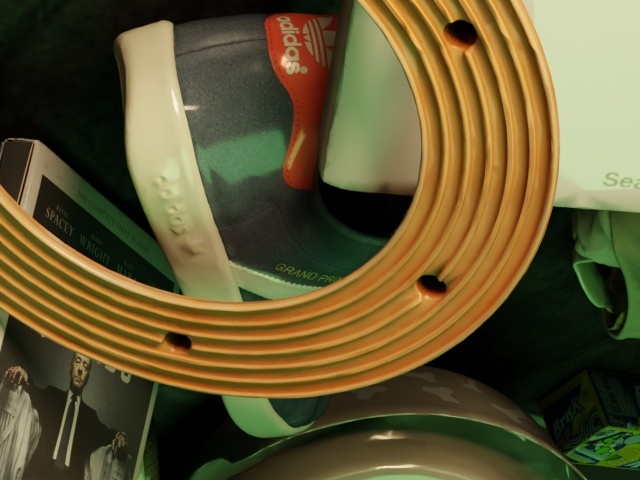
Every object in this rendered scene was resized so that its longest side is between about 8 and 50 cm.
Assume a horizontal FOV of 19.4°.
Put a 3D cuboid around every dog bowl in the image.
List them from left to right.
[{"bbox_3d":[0.041,0.240,1.349,0.349,0.102,0.348,-3,120,-5],"label":"dog bowl"}]

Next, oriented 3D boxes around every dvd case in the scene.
[{"bbox_3d":[-0.145,0.090,1.010,0.029,0.238,0.179,2,159,24],"label":"dvd case"}]

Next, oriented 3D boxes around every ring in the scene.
[{"bbox_3d":[-0.060,-0.061,0.827,0.337,0.032,0.336,9,130,11],"label":"ring"}]

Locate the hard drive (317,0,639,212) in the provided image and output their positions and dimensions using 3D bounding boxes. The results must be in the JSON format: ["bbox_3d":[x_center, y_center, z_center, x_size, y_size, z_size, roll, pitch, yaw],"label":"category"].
[{"bbox_3d":[0.137,-0.157,0.768,0.233,0.047,0.353,4,133,-7],"label":"hard drive"}]

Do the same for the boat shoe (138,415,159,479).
[{"bbox_3d":[-0.181,0.196,1.313,0.095,0.095,0.257,2,147,-19],"label":"boat shoe"}]

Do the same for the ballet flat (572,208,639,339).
[{"bbox_3d":[0.198,0.003,1.191,0.086,0.086,0.248,-19,152,4],"label":"ballet flat"}]

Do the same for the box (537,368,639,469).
[{"bbox_3d":[0.254,0.145,1.480,0.169,0.054,0.059,11,140,-39],"label":"box"}]

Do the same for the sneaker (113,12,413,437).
[{"bbox_3d":[0.000,0.000,1.022,0.148,0.131,0.350,-13,151,3],"label":"sneaker"}]

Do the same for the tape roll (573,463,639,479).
[{"bbox_3d":[0.186,0.333,1.687,0.392,0.072,0.392,-17,143,-13],"label":"tape roll"}]
